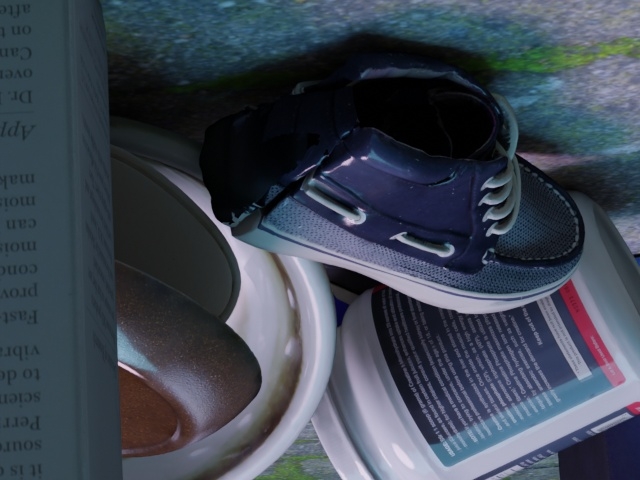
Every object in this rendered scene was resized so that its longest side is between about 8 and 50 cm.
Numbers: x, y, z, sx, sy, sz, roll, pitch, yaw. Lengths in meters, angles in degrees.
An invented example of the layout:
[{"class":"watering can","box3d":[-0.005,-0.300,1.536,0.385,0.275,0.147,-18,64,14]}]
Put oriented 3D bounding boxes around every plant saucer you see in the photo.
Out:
[{"class":"plant saucer","box3d":[-0.193,0.073,1.191,0.311,0.050,0.310,11,155,5]},{"class":"plant saucer","box3d":[-0.190,0.049,1.360,0.400,0.100,0.400,-2,128,-2]}]

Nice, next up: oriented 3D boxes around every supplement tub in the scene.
[{"class":"supplement tub","box3d":[0.137,0.096,1.516,0.272,0.191,0.191,-27,158,15]}]

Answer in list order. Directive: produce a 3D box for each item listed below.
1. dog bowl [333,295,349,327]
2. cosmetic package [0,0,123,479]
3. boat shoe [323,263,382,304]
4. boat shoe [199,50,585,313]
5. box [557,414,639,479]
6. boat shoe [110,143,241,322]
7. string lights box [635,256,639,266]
[{"class":"dog bowl","box3d":[-0.021,0.094,1.755,0.265,0.104,0.265,-3,165,-1]},{"class":"cosmetic package","box3d":[-0.222,0.072,0.953,0.230,0.453,0.161,-3,165,0]},{"class":"boat shoe","box3d":[0.000,0.000,1.539,0.065,0.075,0.206,-52,145,7]},{"class":"boat shoe","box3d":[0.097,-0.036,1.259,0.340,0.127,0.158,8,157,-40]},{"class":"box","box3d":[0.413,0.221,1.967,0.296,0.294,0.183,-1,162,-10]},{"class":"boat shoe","box3d":[-0.208,-0.029,1.186,0.335,0.112,0.095,23,174,-24]},{"class":"string lights box","box3d":[0.273,0.071,1.793,0.260,0.076,0.133,-9,163,18]}]
